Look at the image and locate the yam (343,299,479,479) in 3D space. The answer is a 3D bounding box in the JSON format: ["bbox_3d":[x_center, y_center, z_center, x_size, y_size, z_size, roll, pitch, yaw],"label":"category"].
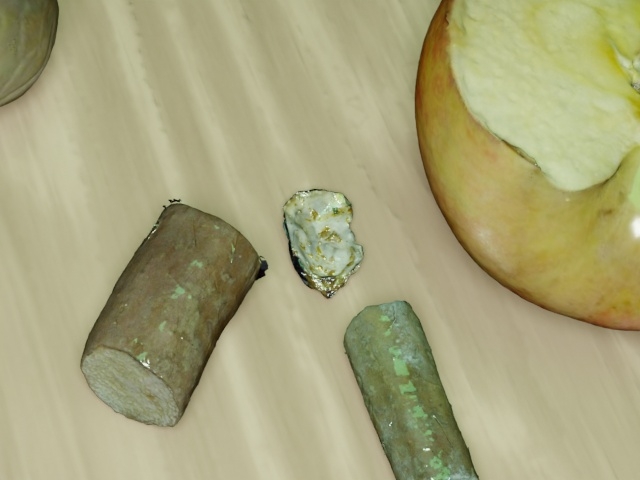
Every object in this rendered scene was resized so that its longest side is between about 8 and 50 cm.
[{"bbox_3d":[0.057,0.106,0.961,0.054,0.054,0.132,-13,63,-16],"label":"yam"}]

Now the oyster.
[{"bbox_3d":[0.001,0.003,1.033,0.054,0.019,0.083,-3,58,-12],"label":"oyster"}]

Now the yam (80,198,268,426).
[{"bbox_3d":[-0.096,0.045,0.958,0.084,0.084,0.127,24,56,6],"label":"yam"}]

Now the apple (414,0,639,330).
[{"bbox_3d":[0.186,-0.058,1.014,0.293,0.163,0.251,22,48,-10],"label":"apple"}]

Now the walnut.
[{"bbox_3d":[-0.250,-0.162,1.027,0.140,0.140,0.162,-2,50,-10],"label":"walnut"}]
